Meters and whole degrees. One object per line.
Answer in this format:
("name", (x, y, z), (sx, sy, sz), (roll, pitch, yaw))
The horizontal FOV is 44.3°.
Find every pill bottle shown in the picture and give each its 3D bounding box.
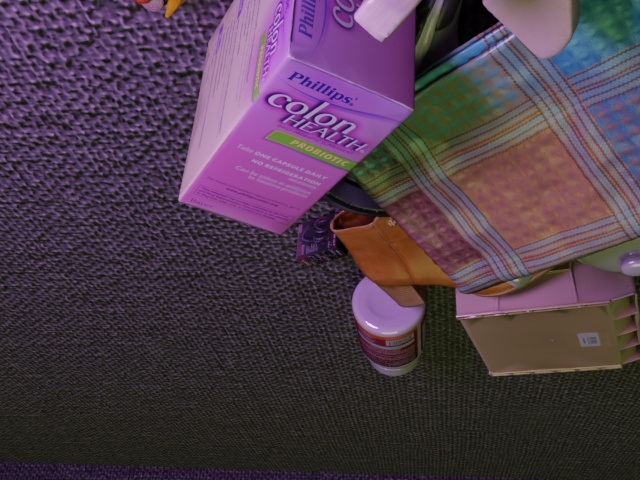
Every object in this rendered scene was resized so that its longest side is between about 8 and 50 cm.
("pill bottle", (0.122, 0.149, 1.355), (0.121, 0.121, 0.221), (0, 150, 8))

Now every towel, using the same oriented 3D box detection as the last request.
("towel", (0.212, -0.082, 0.732), (0.370, 0.040, 0.271), (-26, 120, 39))

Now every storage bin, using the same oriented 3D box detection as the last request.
("storage bin", (0.364, 0.107, 1.249), (0.260, 0.123, 0.262), (-8, 147, 20))

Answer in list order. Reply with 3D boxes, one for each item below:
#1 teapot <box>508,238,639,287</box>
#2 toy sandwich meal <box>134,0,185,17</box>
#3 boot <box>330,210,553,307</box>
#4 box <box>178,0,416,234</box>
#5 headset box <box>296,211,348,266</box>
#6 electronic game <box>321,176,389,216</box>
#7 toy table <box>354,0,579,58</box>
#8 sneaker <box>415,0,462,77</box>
("teapot", (0.363, -0.048, 0.911), (0.252, 0.187, 0.256), (6, 149, -4))
("toy sandwich meal", (-0.166, -0.255, 0.779), (0.085, 0.029, 0.085), (3, 150, 2))
("boot", (0.180, -0.009, 1.097), (0.295, 0.104, 0.211), (-20, 134, 22))
("box", (-0.024, -0.160, 0.740), (0.117, 0.213, 0.243), (18, 147, -22))
("headset box", (0.000, 0.000, 1.170), (0.083, 0.062, 0.032), (-16, 145, 33))
("electronic game", (0.075, -0.114, 0.950), (0.229, 0.048, 0.229), (3, 136, 3))
("toy table", (0.117, -0.249, 0.521), (0.252, 0.274, 0.161), (49, 142, -4))
("sneaker", (0.110, -0.176, 0.800), (0.108, 0.100, 0.271), (-4, 139, -11))
